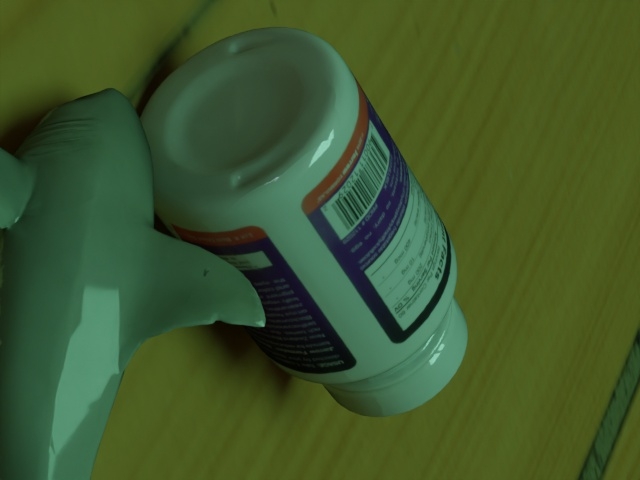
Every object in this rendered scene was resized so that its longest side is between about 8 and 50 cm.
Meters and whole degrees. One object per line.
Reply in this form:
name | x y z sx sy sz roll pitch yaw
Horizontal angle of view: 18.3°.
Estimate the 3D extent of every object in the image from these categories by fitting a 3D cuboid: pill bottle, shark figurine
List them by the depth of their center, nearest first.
shark figurine | -0.076 0.057 0.745 0.166 0.116 0.278 60 30 -73
pill bottle | 0.000 0.000 0.931 0.193 0.108 0.108 56 42 -45
